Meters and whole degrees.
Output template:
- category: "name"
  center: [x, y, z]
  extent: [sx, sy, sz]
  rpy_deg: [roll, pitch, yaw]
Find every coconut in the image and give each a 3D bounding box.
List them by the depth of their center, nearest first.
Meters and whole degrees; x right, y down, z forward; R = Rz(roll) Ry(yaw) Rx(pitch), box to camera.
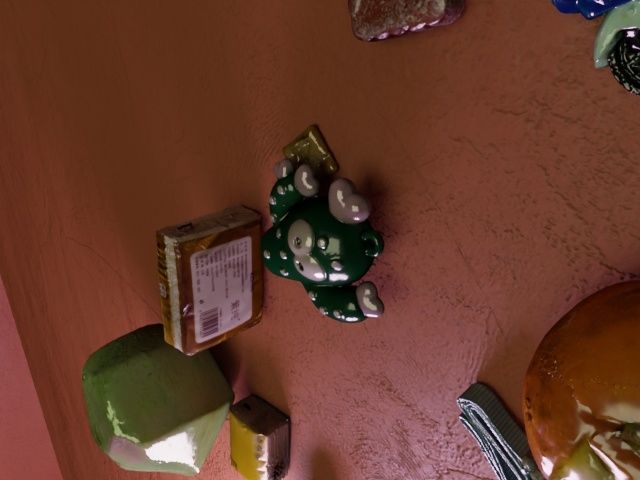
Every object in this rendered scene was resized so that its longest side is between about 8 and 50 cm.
- category: "coconut"
  center: [-0.334, 0.343, 1.104]
  extent: [0.328, 0.281, 0.328]
  rpy_deg: [53, 160, 28]

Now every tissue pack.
- category: "tissue pack"
  center: [-0.186, 0.067, 0.927]
  extent: [0.092, 0.183, 0.226]
  rpy_deg: [21, 121, 39]
- category: "tissue pack"
  center: [-0.132, 0.427, 1.106]
  extent: [0.120, 0.082, 0.169]
  rpy_deg: [23, 122, 35]

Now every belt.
- category: "belt"
  center: [0.261, 0.277, 0.712]
  extent: [0.179, 0.065, 0.100]
  rpy_deg: [54, 143, 9]

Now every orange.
- category: "orange"
  center: [0.318, 0.161, 0.499]
  extent: [0.240, 0.240, 0.239]
  rpy_deg: [18, 119, 35]

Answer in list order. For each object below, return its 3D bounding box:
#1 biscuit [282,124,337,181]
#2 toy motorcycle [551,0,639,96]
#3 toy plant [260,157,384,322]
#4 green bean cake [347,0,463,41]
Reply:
- category: "biscuit"
  center: [-0.018, -0.125, 0.812]
  extent: [0.083, 0.018, 0.081]
  rpy_deg: [-28, 90, 45]
- category: "toy motorcycle"
  center: [0.293, -0.285, 0.405]
  extent: [0.196, 0.125, 0.331]
  rpy_deg: [34, 131, 25]
- category: "toy plant"
  center: [0.002, 0.005, 0.786]
  extent: [0.243, 0.113, 0.232]
  rpy_deg: [25, 128, 38]
- category: "green bean cake"
  center: [0.094, -0.309, 0.608]
  extent: [0.135, 0.056, 0.135]
  rpy_deg: [4, 110, 42]
